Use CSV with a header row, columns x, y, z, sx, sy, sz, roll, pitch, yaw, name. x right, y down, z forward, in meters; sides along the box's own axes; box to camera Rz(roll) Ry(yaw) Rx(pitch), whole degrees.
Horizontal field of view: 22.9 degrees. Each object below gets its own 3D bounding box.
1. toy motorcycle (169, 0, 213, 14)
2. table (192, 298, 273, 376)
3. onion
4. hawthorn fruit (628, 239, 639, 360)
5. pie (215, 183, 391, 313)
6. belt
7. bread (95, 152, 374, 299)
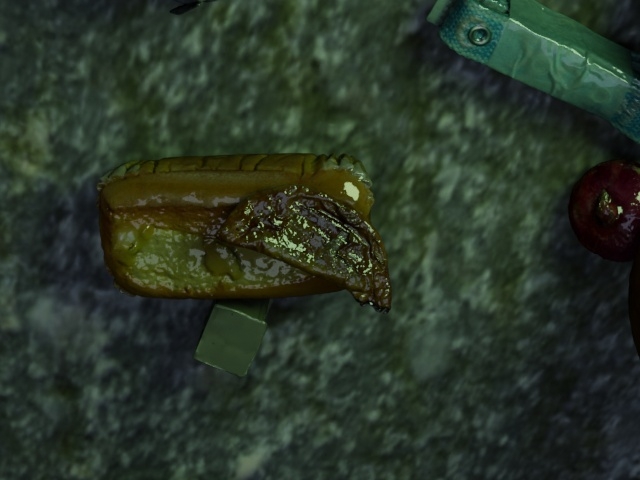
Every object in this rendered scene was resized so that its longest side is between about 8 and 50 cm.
x,y,z,sx,sy,sz,roll,pitch,yaw,name
-0.120,-0.273,1.468,0.239,0.204,0.108,-20,98,10,toy motorcycle
-0.093,0.089,1.728,0.062,0.083,0.079,21,119,-6,table
0.305,-0.032,1.623,0.107,0.097,0.107,-3,85,35,onion
0.487,0.064,1.507,0.403,0.403,0.402,2,119,4,hawthorn fruit
-0.001,-0.003,1.571,0.191,0.033,0.088,25,101,-9,pie
0.250,-0.175,1.558,0.302,0.087,0.072,26,130,-9,belt
-0.085,-0.020,1.651,0.288,0.119,0.152,-1,115,5,bread
